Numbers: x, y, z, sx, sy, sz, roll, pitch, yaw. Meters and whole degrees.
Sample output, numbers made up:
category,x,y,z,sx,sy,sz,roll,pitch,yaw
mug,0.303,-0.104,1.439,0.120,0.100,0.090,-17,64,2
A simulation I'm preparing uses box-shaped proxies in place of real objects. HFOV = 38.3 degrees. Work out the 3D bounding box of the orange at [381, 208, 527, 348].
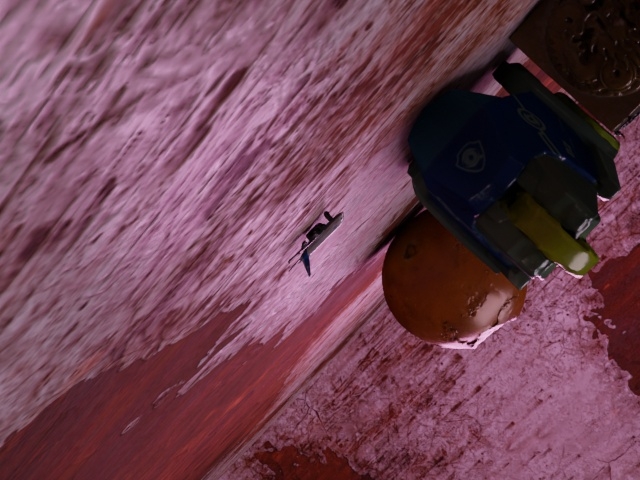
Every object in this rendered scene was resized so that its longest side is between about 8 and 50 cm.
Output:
category,x,y,z,sx,sy,sz,roll,pitch,yaw
orange,0.219,0.059,1.516,0.240,0.240,0.240,-44,172,-8

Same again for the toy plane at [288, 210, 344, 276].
category,x,y,z,sx,sy,sz,roll,pitch,yaw
toy plane,-0.002,-0.001,0.867,0.078,0.024,0.084,-34,160,-51

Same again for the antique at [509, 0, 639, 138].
category,x,y,z,sx,sy,sz,roll,pitch,yaw
antique,0.297,-0.204,0.925,0.147,0.152,0.148,-49,169,19

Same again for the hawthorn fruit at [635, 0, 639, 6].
category,x,y,z,sx,sy,sz,roll,pitch,yaw
hawthorn fruit,0.309,-0.233,0.712,0.169,0.188,0.169,-23,163,-7

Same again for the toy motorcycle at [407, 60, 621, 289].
category,x,y,z,sx,sy,sz,roll,pitch,yaw
toy motorcycle,0.181,-0.071,0.917,0.191,0.200,0.326,-48,-178,16
